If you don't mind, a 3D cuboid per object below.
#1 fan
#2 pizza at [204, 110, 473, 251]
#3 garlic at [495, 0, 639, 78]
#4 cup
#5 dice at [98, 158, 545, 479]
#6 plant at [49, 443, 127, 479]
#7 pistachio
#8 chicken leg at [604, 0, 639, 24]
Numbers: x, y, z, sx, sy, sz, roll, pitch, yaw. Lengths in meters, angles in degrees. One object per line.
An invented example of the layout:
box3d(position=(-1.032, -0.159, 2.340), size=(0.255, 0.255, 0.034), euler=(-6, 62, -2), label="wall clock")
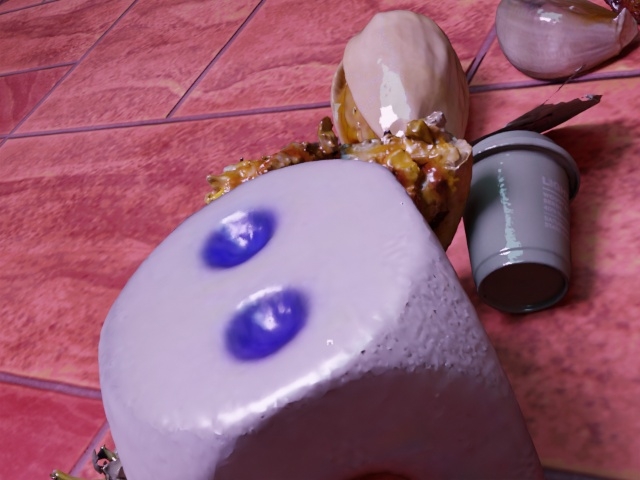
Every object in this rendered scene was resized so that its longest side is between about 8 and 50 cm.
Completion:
box3d(position=(0.192, -0.110, 0.841), size=(0.182, 0.010, 0.310), euler=(-22, -5, -2), label="fan")
box3d(position=(0.000, 0.000, 0.799), size=(0.289, 0.229, 0.081), euler=(-49, 28, 28), label="pizza")
box3d(position=(0.266, -0.252, 1.081), size=(0.129, 0.090, 0.198), euler=(-19, 27, -7), label="garlic")
box3d(position=(0.176, -0.013, 0.825), size=(0.120, 0.120, 0.141), euler=(-17, 50, 21), label="cup")
box3d(position=(0.001, 0.117, 0.666), size=(0.243, 0.259, 0.251), euler=(-29, 33, 2), label="dice")
box3d(position=(-0.163, 0.205, 0.799), size=(0.122, 0.104, 0.116), euler=(-3, 29, -32), label="plant")
box3d(position=(0.090, -0.153, 1.038), size=(0.157, 0.157, 0.229), euler=(-15, 50, 23), label="pistachio")
box3d(position=(0.395, -0.267, 1.016), size=(0.093, 0.053, 0.205), euler=(-26, 36, -17), label="chicken leg")
